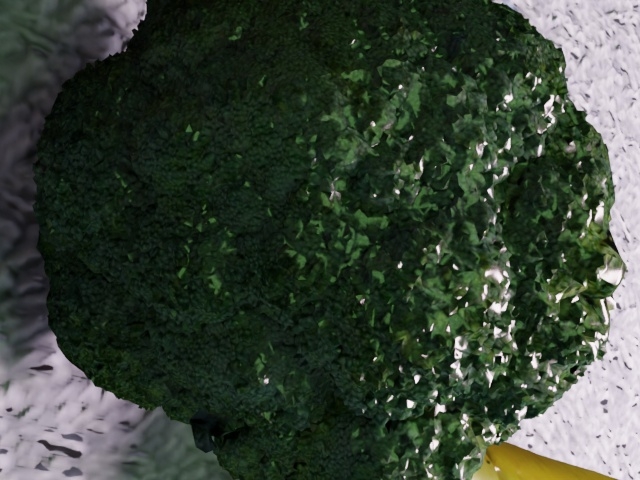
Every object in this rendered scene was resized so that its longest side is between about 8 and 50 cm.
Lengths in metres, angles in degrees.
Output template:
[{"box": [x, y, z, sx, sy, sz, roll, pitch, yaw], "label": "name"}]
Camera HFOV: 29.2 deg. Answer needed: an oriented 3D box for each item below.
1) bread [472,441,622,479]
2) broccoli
[{"box": [0.098, 0.204, 0.733, 0.384, 0.112, 0.166, 24, 76, -49], "label": "bread"}, {"box": [0.000, 0.000, 0.562, 0.270, 0.270, 0.269, 70, 31, -70], "label": "broccoli"}]
